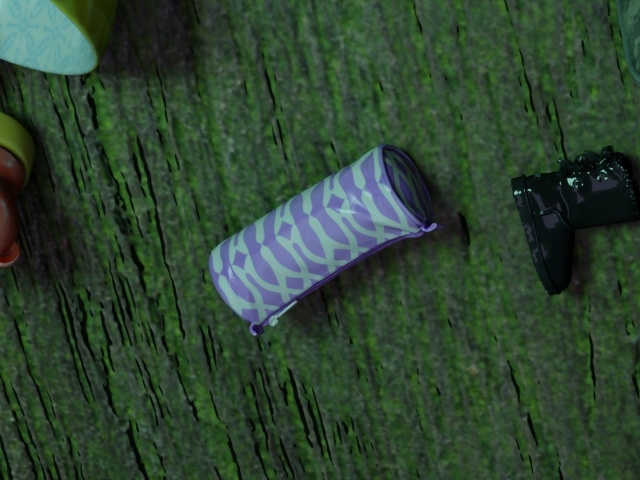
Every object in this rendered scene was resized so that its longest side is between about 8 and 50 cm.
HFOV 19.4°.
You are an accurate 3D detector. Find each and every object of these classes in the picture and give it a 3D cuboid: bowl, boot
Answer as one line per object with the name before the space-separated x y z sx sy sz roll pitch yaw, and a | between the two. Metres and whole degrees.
bowl | -0.266 -0.267 1.452 0.289 0.289 0.156 27 77 -3
boot | 0.220 -0.016 1.564 0.099 0.045 0.121 -14 112 15

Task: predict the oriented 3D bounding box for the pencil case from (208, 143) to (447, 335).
pencil case | 0.000 0.000 1.592 0.206 0.086 0.088 -33 72 26

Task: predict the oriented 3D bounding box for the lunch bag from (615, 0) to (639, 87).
lunch bag | 0.405 -0.166 1.362 0.305 0.213 0.256 -37 121 27

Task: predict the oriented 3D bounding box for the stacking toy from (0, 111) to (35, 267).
stacking toy | -0.405 -0.060 1.536 0.309 0.130 0.279 -9 143 2
